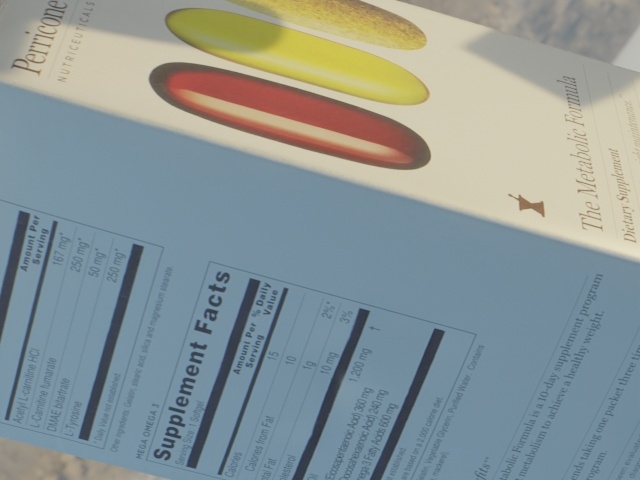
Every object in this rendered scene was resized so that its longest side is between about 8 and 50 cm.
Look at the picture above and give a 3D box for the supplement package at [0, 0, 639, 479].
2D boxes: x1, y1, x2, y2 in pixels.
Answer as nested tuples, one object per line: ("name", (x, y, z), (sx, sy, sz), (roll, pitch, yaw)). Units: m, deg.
("supplement package", (0.000, 0.000, 0.556), (0.139, 0.244, 0.134), (-87, -166, -56))
